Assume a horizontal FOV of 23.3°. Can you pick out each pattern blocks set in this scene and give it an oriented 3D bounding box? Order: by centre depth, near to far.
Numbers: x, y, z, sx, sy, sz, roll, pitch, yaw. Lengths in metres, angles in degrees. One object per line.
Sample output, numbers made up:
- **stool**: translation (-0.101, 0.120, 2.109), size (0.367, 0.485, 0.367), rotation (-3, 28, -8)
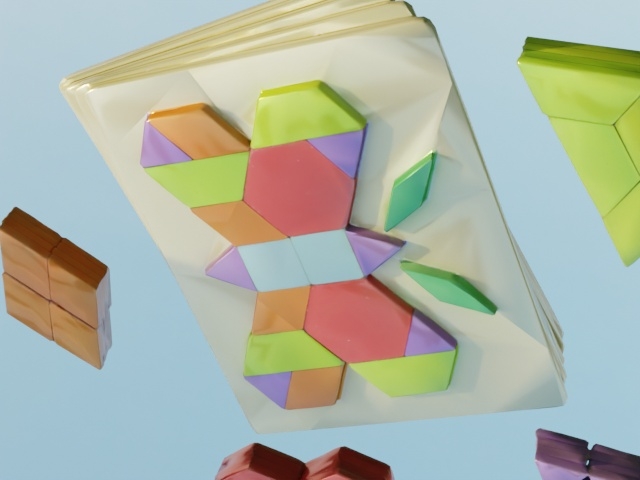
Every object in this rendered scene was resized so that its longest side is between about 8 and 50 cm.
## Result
- **pattern blocks set**: translation (0.000, 0.000, 0.570), size (0.325, 0.285, 0.026), rotation (52, -145, -21)
